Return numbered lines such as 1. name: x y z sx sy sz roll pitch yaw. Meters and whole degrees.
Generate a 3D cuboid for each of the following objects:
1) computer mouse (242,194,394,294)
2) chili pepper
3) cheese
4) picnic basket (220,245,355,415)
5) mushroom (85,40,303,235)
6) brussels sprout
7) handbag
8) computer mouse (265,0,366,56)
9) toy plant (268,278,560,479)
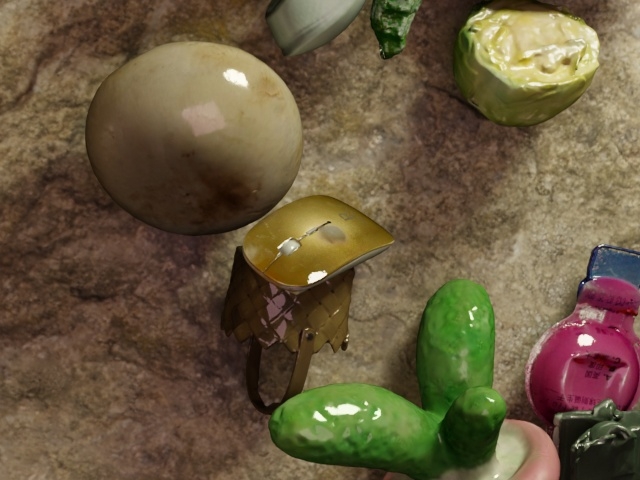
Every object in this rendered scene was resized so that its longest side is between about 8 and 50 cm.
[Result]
1. computer mouse: 0.001 -0.002 1.425 0.102 0.199 0.045 36 123 23
2. chili pepper: 0.104 -0.288 1.367 0.088 0.059 0.227 17 110 -4
3. cheese: 0.320 0.125 1.575 0.155 0.062 0.244 11 100 -14
4. picnic basket: -0.039 0.102 1.468 0.138 0.128 0.178 8 92 -24
5. mushroom: -0.127 -0.110 1.389 0.226 0.178 0.226 4 132 4
6. brussels sprout: 0.218 -0.181 1.447 0.151 0.122 0.149 21 58 13
7. handbag: 0.402 0.289 1.588 0.247 0.079 0.260 -11 122 -8
8. computer mouse: 0.026 -0.288 1.391 0.079 0.128 0.231 33 99 -15
9. toy plant: 0.137 0.261 1.481 0.317 0.210 0.356 -35 115 -30
